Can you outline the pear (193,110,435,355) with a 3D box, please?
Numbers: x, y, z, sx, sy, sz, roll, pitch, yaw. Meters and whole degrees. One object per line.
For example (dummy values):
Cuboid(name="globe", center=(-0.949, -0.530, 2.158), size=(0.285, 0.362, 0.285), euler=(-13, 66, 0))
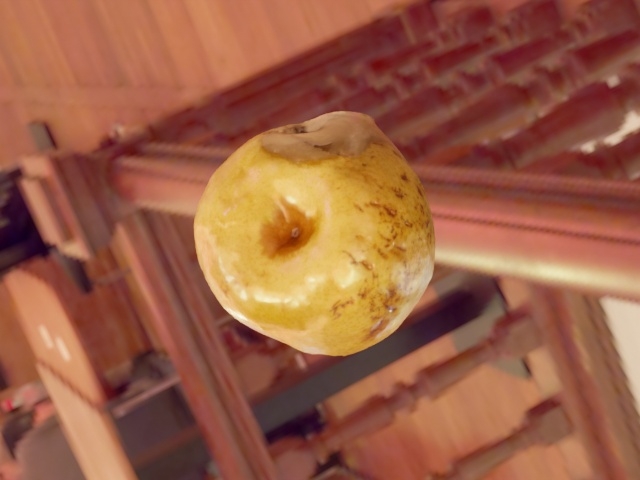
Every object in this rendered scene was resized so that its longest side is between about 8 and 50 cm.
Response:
Cuboid(name="pear", center=(0.000, 0.000, 1.598), size=(0.271, 0.271, 0.271), euler=(51, 157, 32))
